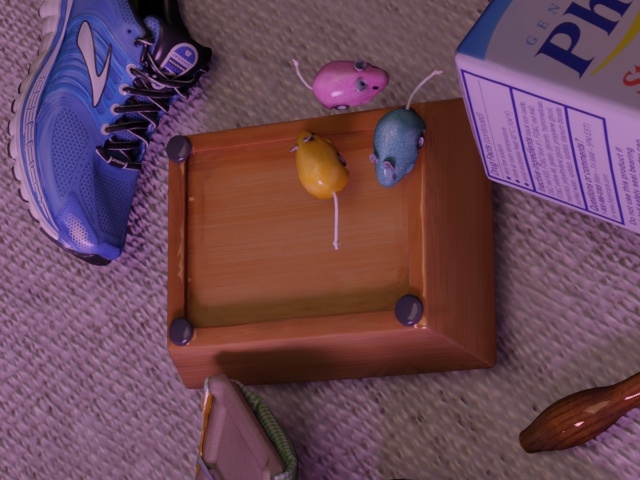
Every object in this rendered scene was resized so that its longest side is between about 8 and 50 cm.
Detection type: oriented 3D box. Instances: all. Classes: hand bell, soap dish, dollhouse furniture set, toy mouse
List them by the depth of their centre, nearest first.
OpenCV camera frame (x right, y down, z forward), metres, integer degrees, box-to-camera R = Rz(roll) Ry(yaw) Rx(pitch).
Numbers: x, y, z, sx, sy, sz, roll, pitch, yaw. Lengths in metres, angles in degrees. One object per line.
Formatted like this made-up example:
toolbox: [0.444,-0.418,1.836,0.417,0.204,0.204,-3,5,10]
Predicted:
hand bell: [0.253,0.109,1.420,0.242,0.126,0.126,-29,67,33]
toy mouse: [0.033,-0.098,1.464,0.143,0.031,0.161,-32,66,18]
dollhouse furniture set: [0.009,0.260,1.468,0.301,0.151,0.198,-127,43,-52]
soap dish: [0.000,0.000,1.547,0.290,0.118,0.229,-6,77,27]

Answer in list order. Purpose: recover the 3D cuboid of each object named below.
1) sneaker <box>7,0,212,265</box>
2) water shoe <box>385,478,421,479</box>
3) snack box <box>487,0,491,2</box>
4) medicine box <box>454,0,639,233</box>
sneaker: [-0.184,-0.142,1.667,0.147,0.130,0.330,-3,78,29]
water shoe: [0.122,0.227,1.457,0.203,0.080,0.073,-1,79,27]
snack box: [0.123,-0.247,1.567,0.022,0.064,0.178,-39,65,13]
medicine box: [0.292,-0.140,1.355,0.289,0.149,0.263,22,64,29]
